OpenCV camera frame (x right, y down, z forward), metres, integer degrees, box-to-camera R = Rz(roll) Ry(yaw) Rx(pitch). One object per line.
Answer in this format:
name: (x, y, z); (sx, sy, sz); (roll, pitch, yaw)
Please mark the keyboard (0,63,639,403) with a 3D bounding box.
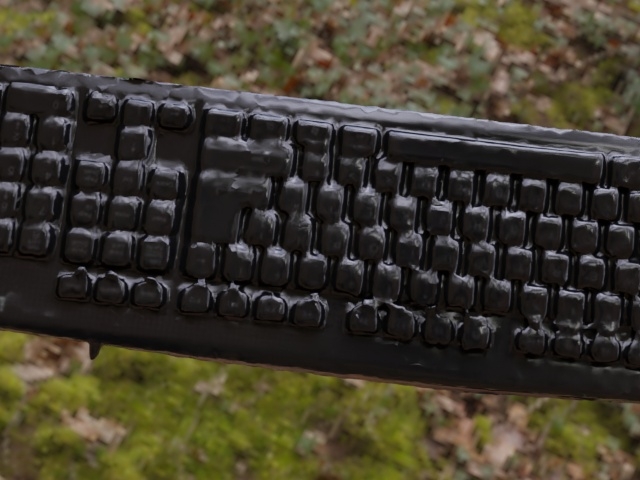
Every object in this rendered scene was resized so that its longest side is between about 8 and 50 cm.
keyboard: (0.000, 0.000, 0.431); (0.251, 0.087, 0.017); (7, -13, -1)
